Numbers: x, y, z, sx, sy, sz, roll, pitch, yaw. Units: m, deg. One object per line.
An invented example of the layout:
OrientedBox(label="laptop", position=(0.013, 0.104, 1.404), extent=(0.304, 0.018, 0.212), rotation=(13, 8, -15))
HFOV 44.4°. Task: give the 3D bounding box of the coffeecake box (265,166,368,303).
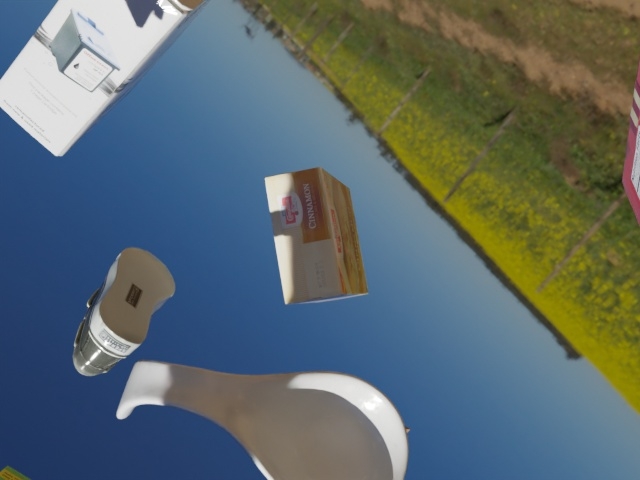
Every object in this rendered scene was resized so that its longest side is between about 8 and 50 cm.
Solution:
OrientedBox(label="coffeecake box", position=(0.000, 0.000, 0.928), extent=(0.185, 0.068, 0.142), rotation=(15, -115, -78))

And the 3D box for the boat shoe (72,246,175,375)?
OrientedBox(label="boat shoe", position=(-0.223, 0.074, 0.873), extent=(0.078, 0.070, 0.219), rotation=(43, -164, -12))

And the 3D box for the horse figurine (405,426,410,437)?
OrientedBox(label="horse figurine", position=(0.039, 0.356, 1.013), extent=(0.066, 0.263, 0.174), rotation=(17, 168, 18))

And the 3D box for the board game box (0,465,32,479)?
OrientedBox(label="board game box", position=(-0.393, 0.513, 1.198), extent=(0.317, 0.213, 0.046), rotation=(30, -163, 4))

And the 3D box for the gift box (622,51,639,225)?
OrientedBox(label="gift box", position=(0.431, -0.055, 0.671), extent=(0.255, 0.258, 0.276), rotation=(75, -170, -49))

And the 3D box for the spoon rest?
OrientedBox(label="spoon rest", position=(-0.048, 0.171, 0.724), extent=(0.276, 0.137, 0.084), rotation=(17, 153, -6))

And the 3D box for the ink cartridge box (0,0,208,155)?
OrientedBox(label="ink cartridge box", position=(-0.168, -0.178, 0.657), extent=(0.082, 0.190, 0.140), rotation=(42, -145, -14))
